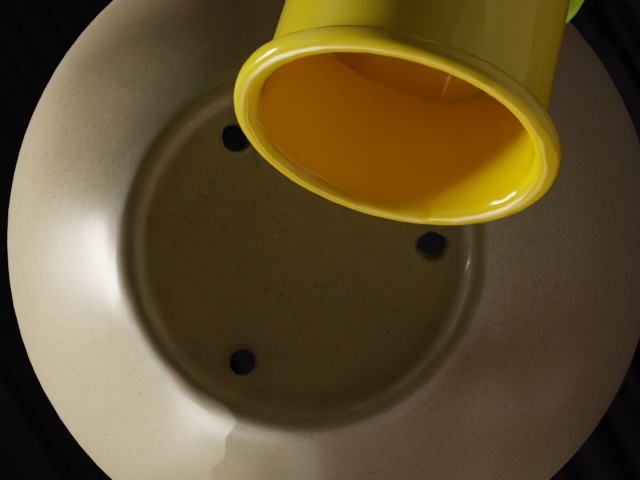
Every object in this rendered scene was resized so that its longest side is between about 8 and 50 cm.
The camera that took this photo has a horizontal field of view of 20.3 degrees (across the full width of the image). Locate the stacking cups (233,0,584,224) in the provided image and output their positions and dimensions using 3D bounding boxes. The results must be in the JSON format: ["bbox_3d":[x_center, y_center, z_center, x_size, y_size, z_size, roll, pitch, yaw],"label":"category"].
[{"bbox_3d":[0.061,-0.159,0.575,0.096,0.096,0.316,-29,37,53],"label":"stacking cups"}]

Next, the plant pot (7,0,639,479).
[{"bbox_3d":[0.000,0.000,0.709,0.284,0.284,0.191,-30,-1,3],"label":"plant pot"}]
